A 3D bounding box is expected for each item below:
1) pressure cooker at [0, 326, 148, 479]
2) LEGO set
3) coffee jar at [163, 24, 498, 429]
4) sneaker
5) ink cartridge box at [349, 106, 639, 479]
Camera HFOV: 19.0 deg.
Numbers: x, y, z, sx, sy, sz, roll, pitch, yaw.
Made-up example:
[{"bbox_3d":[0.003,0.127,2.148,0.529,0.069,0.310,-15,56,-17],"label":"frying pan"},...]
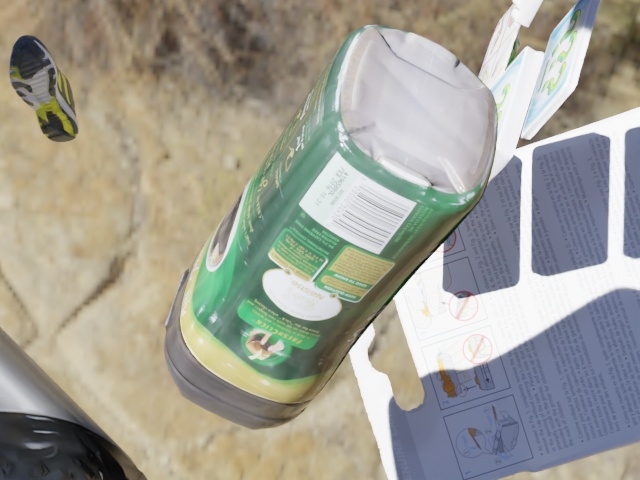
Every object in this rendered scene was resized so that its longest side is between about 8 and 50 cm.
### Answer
[{"bbox_3d":[-0.313,0.126,0.829,0.370,0.375,0.420,-23,50,-35],"label":"pressure cooker"},{"bbox_3d":[0.102,-0.130,1.028,0.060,0.182,0.244,27,54,-9],"label":"LEGO set"},{"bbox_3d":[0.000,0.000,0.829,0.079,0.184,0.096,28,43,-11],"label":"coffee jar"},{"bbox_3d":[-0.182,-0.103,1.246,0.031,0.083,0.035,-13,41,4],"label":"sneaker"},{"bbox_3d":[0.127,0.038,1.092,0.224,0.056,0.181,-19,80,9],"label":"ink cartridge box"}]
